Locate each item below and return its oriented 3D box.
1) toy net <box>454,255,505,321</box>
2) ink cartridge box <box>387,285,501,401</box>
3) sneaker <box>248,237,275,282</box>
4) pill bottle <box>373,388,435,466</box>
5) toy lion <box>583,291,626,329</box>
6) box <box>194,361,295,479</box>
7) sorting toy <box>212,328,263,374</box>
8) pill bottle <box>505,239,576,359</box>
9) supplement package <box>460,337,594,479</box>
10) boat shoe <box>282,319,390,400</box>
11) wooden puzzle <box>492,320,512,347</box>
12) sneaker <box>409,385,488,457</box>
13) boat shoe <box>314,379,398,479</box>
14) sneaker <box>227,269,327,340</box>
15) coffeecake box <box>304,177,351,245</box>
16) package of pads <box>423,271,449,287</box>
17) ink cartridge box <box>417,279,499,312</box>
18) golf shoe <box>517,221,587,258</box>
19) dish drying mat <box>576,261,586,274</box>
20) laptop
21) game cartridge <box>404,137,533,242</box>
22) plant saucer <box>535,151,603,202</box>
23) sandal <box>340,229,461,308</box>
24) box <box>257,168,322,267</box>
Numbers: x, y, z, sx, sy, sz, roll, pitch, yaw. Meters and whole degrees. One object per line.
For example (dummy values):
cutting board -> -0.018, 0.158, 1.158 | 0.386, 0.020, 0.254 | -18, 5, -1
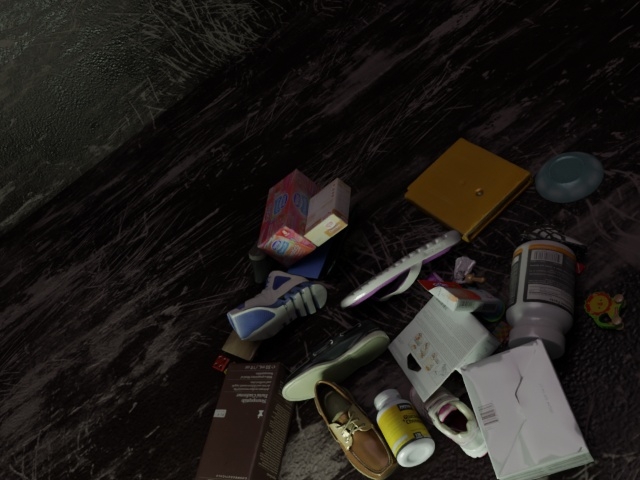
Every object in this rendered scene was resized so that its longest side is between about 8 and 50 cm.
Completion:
toy net -> 0.426, 0.145, 1.827 | 0.122, 0.045, 0.232 | -44, 37, 23
ink cartridge box -> 0.319, 0.277, 1.719 | 0.239, 0.060, 0.275 | -50, 25, 8
sneaker -> -0.183, 0.050, 2.284 | 0.083, 0.118, 0.222 | 14, 34, 23
pill bottle -> 0.206, 0.472, 1.652 | 0.103, 0.103, 0.184 | -35, 44, 4
toy lion -> 0.709, 0.174, 1.622 | 0.096, 0.034, 0.100 | -7, 52, 38
box -> -0.205, 0.544, 1.843 | 0.191, 0.143, 0.381 | -8, 53, 28
sorting toy -> -0.236, 0.331, 2.103 | 0.132, 0.046, 0.274 | 11, 62, 39
pill bottle -> 0.558, 0.150, 1.645 | 0.162, 0.162, 0.278 | -4, 54, 31
supplement package -> 0.468, 0.395, 1.483 | 0.204, 0.145, 0.261 | -24, 55, 15
boat shoe -> 0.030, 0.334, 1.868 | 0.340, 0.127, 0.113 | -34, 42, 2
wooden puzzle -> 0.486, 0.246, 1.724 | 0.083, 0.006, 0.049 | -48, 44, -9
sneaker -> 0.315, 0.424, 1.614 | 0.103, 0.111, 0.252 | -49, 44, -10
boat shoe -> 0.075, 0.491, 1.712 | 0.122, 0.120, 0.324 | -44, 43, -5
sneaker -> -0.153, 0.196, 2.087 | 0.316, 0.127, 0.182 | -22, 29, -18
coffeecake box -> 0.025, -0.094, 2.130 | 0.142, 0.068, 0.185 | -36, 31, 34
package of pads -> 0.341, 0.134, 1.895 | 0.050, 0.032, 0.083 | -37, 43, -2
ink cartridge box -> 0.368, 0.134, 1.737 | 0.179, 0.145, 0.045 | 47, 126, 54
golf shoe -> 0.644, -0.010, 1.776 | 0.198, 0.077, 0.094 | 17, 60, 46
dish drying mat -> 0.672, 0.063, 1.751 | 0.032, 0.008, 0.083 | -46, 44, -7
laptop -> 0.000, 0.000, 2.151 | 0.137, 0.264, 0.234 | 23, 63, -3
game cartridge -> 0.459, -0.168, 2.059 | 0.285, 0.052, 0.324 | -43, 41, -4
plant saucer -> 0.728, -0.198, 1.910 | 0.195, 0.037, 0.195 | -18, 48, 21
sandal -> 0.248, 0.109, 1.921 | 0.416, 0.169, 0.102 | -33, 84, 6
box -> -0.097, -0.080, 2.231 | 0.154, 0.142, 0.300 | -33, 33, 34
